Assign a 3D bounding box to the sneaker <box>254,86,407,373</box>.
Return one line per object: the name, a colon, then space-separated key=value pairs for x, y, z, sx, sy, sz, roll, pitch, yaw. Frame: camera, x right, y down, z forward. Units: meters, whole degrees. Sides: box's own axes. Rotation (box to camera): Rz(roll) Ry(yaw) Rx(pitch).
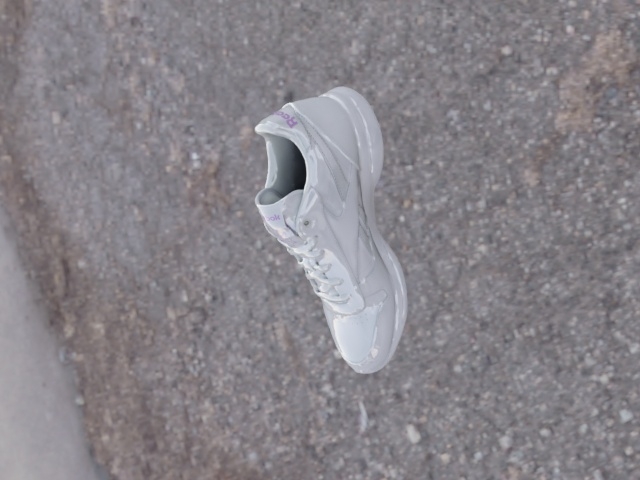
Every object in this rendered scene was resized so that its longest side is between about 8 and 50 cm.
sneaker: x=0.000 y=0.000 z=1.032 sx=0.114 sy=0.152 sz=0.305 roll=1 pitch=105 yaw=51
